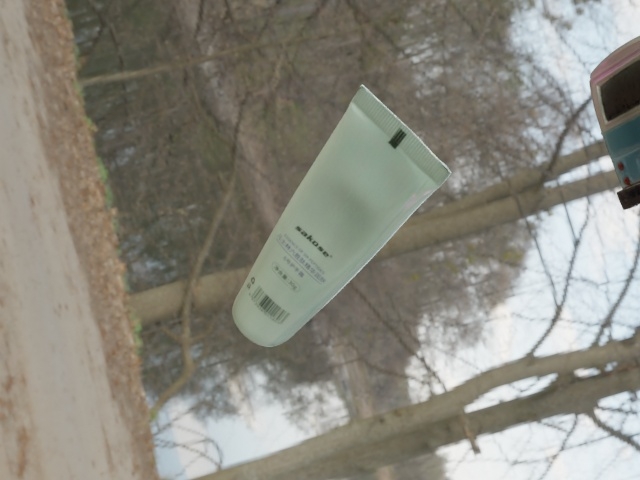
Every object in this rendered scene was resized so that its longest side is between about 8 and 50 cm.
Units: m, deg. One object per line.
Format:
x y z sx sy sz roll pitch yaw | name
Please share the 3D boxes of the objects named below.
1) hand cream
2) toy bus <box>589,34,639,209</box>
0.000 0.000 0.868 0.109 0.067 0.321 46 -46 10 | hand cream
0.179 -0.064 0.382 0.075 0.123 0.060 69 -22 6 | toy bus
